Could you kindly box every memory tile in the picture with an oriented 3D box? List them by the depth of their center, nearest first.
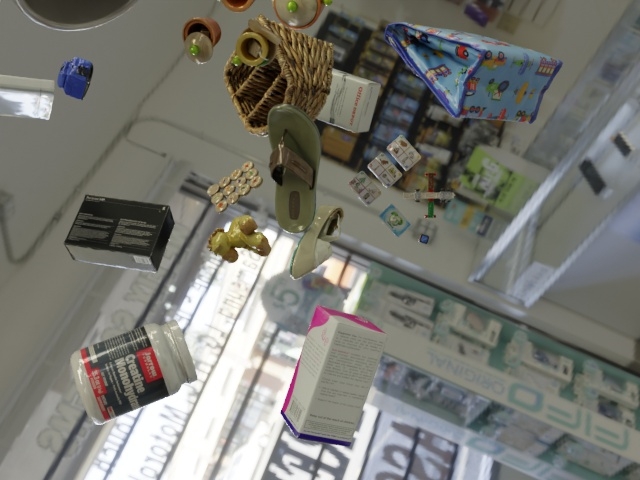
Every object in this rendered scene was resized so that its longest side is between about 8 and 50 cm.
[{"bbox_3d":[-0.223,-0.141,1.888,0.148,0.012,0.113,-35,44,5],"label":"memory tile"}]

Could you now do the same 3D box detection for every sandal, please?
[{"bbox_3d":[-0.062,-0.152,1.620,0.086,0.120,0.303,-48,-42,-63],"label":"sandal"}]

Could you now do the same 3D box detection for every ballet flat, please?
[{"bbox_3d":[0.000,0.000,1.714,0.086,0.086,0.248,114,180,-45],"label":"ballet flat"}]

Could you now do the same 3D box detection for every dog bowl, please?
[{"bbox_3d":[-0.469,-0.556,1.413,0.348,0.102,0.349,-32,-18,-11],"label":"dog bowl"}]

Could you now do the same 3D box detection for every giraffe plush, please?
[{"bbox_3d":[-0.287,0.002,2.416,0.170,0.210,0.181,-38,-17,-11],"label":"giraffe plush"}]

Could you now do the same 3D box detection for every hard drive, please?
[{"bbox_3d":[-0.906,-0.391,1.946,0.233,0.352,0.047,159,111,-65],"label":"hard drive"}]

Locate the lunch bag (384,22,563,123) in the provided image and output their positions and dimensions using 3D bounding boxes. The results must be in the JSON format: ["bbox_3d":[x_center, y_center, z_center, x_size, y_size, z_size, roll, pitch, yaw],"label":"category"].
[{"bbox_3d":[0.278,-0.360,1.427,0.293,0.220,0.138,50,131,41],"label":"lunch bag"}]

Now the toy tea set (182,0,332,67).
[{"bbox_3d":[-0.139,-0.451,1.451,0.336,0.200,0.124,-37,10,28],"label":"toy tea set"}]

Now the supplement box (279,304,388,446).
[{"bbox_3d":[0.022,0.245,1.328,0.111,0.113,0.220,32,105,67],"label":"supplement box"}]

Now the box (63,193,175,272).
[{"bbox_3d":[-0.582,-0.022,2.123,0.103,0.261,0.184,88,-167,-58],"label":"box"}]

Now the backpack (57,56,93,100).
[{"bbox_3d":[-0.787,-0.535,2.345,0.098,0.101,0.120,-48,28,40],"label":"backpack"}]

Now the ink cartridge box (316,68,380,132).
[{"bbox_3d":[0.059,-0.424,2.175,0.087,0.208,0.153,-18,-52,-57],"label":"ink cartridge box"}]

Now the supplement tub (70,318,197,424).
[{"bbox_3d":[-0.462,0.321,1.809,0.272,0.191,0.191,-20,-17,-17],"label":"supplement tub"}]

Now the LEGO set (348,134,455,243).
[{"bbox_3d":[0.214,-0.112,1.809,0.182,0.244,0.060,-43,3,3],"label":"LEGO set"}]

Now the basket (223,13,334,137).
[{"bbox_3d":[-0.127,-0.400,1.910,0.299,0.223,0.214,-33,47,57],"label":"basket"}]
